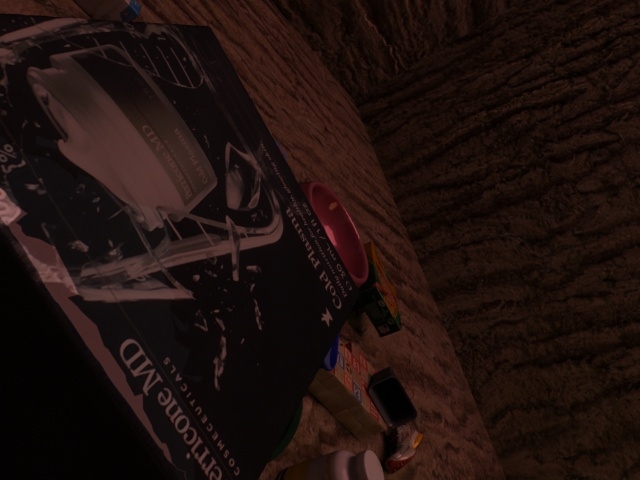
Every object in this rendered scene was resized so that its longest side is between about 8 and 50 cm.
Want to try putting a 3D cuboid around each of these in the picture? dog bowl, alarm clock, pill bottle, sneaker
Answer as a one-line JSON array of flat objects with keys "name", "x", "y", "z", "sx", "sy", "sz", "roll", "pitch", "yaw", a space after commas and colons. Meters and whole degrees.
[{"name": "dog bowl", "x": 0.000, "y": 0.000, "z": 1.505, "sx": 0.408, "sy": 0.150, "sz": 0.408, "roll": 51, "pitch": 23, "yaw": -32}, {"name": "alarm clock", "x": 0.128, "y": 0.181, "z": 1.733, "sx": 0.129, "sy": 0.064, "sz": 0.192, "roll": 61, "pitch": 16, "yaw": -5}, {"name": "pill bottle", "x": 0.019, "y": 0.449, "z": 0.924, "sx": 0.103, "sy": 0.184, "sz": 0.103, "roll": 51, "pitch": 23, "yaw": -32}, {"name": "sneaker", "x": 0.221, "y": 0.587, "z": 1.440, "sx": 0.092, "sy": 0.088, "sz": 0.225, "roll": 46, "pitch": 16, "yaw": 12}]

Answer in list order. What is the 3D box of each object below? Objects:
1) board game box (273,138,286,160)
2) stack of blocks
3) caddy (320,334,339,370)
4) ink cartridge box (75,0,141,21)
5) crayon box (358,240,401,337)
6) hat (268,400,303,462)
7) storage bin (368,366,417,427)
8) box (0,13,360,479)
[{"name": "board game box", "x": -0.219, "y": -0.252, "z": 1.363, "sx": 0.302, "sy": 0.086, "sz": 0.308, "roll": 51, "pitch": 23, "yaw": -31}, {"name": "stack of blocks", "x": 0.056, "y": 0.350, "z": 1.287, "sx": 0.297, "sy": 0.087, "sz": 0.171, "roll": 52, "pitch": 22, "yaw": -29}, {"name": "caddy", "x": -0.020, "y": 0.135, "z": 1.136, "sx": 0.341, "sy": 0.179, "sz": 0.241, "roll": -83, "pitch": 163, "yaw": -54}, {"name": "ink cartridge box", "x": -0.465, "y": -0.520, "z": 1.080, "sx": 0.122, "sy": 0.089, "sz": 0.052, "roll": 45, "pitch": 27, "yaw": -42}, {"name": "crayon box", "x": 0.186, "y": 0.144, "z": 1.702, "sx": 0.202, "sy": 0.081, "sz": 0.318, "roll": 59, "pitch": 16, "yaw": -27}, {"name": "hat", "x": -0.146, "y": 0.291, "z": 0.945, "sx": 0.173, "sy": 0.184, "sz": 0.208, "roll": 41, "pitch": 71, "yaw": -26}, {"name": "storage bin", "x": 0.191, "y": 0.397, "z": 1.312, "sx": 0.135, "sy": 0.098, "sz": 0.091, "roll": 60, "pitch": 9, "yaw": -10}, {"name": "box", "x": -0.231, "y": 0.018, "z": 0.620, "sx": 0.479, "sy": 0.298, "sz": 0.472, "roll": 60, "pitch": 27, "yaw": -10}]
